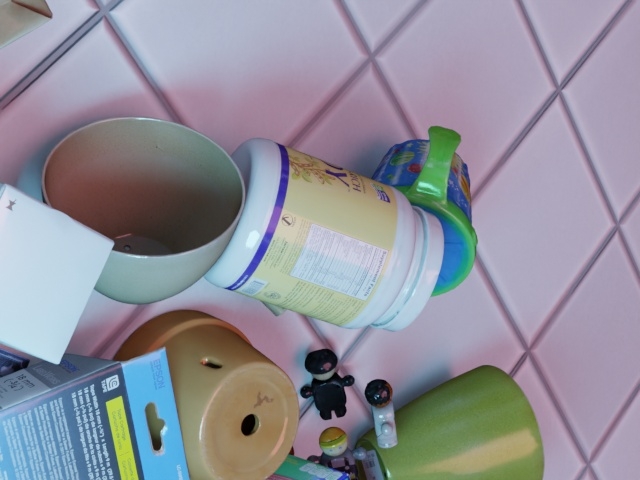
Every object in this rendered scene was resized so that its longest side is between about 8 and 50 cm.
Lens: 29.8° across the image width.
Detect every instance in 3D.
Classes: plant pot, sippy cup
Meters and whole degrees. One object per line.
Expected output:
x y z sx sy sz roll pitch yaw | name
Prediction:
-0.264 -0.017 1.752 0.284 0.284 0.191 -29 150 -36 | plant pot
0.222 0.401 2.277 0.294 0.275 0.274 -12 106 -24 | plant pot
-0.173 0.269 1.899 0.291 0.203 0.290 -9 104 -41 | plant pot
0.170 -0.056 2.130 0.240 0.305 0.224 45 38 -24 | sippy cup

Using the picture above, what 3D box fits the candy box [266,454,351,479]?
-0.137 0.471 1.922 0.317 0.268 0.122 -33 115 -34 | candy box

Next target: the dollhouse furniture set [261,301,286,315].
-0.083 0.012 2.037 0.161 0.101 0.182 46 65 -11 | dollhouse furniture set

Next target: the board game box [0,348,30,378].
-0.538 0.198 1.657 0.243 0.042 0.165 30 77 -42 | board game box

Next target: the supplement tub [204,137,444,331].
0.000 0.000 1.886 0.331 0.241 0.241 19 84 -21 | supplement tub

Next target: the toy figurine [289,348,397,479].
0.017 0.306 2.074 0.213 0.210 0.148 -37 131 -34 | toy figurine

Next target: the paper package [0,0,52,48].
-0.528 -0.265 1.394 0.309 0.325 0.168 -40 121 -30 | paper package

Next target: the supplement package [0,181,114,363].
-0.440 0.025 1.546 0.177 0.293 0.175 33 75 -40 | supplement package

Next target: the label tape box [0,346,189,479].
-0.370 0.299 1.712 0.334 0.106 0.240 -20 114 -32 | label tape box
